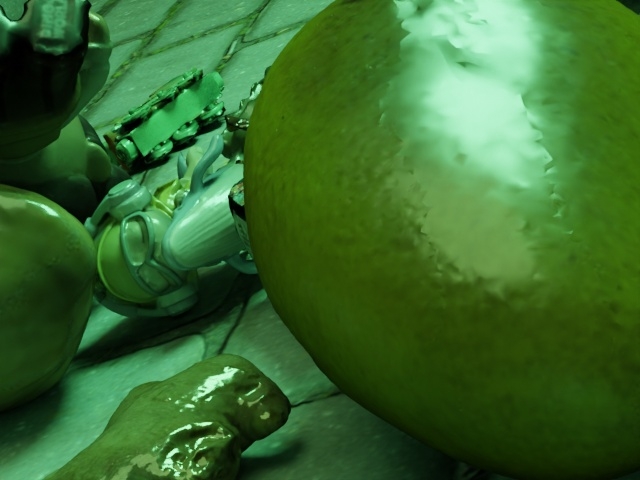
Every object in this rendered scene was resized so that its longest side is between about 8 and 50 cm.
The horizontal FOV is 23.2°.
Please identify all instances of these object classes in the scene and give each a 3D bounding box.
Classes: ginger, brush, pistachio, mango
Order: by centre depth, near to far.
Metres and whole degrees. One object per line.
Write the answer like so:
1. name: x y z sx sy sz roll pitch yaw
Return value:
1. mango: 0.108 -0.015 0.912 0.301 0.221 0.445 -7 34 -9
2. ginger: -0.115 0.146 0.950 0.213 0.074 0.137 -33 11 -39
3. pistachio: -0.289 0.057 1.226 0.293 0.181 0.162 -23 20 30
4. brush: -0.085 -0.067 1.507 0.071 0.084 0.301 -34 15 45

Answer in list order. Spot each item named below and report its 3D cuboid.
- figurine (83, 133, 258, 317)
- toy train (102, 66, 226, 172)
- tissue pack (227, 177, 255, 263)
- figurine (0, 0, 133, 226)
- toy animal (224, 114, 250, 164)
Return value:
1. figurine: -0.113 -0.011 1.315 0.183 0.128 0.208 -25 10 3
2. toy train: -0.191 -0.141 1.852 0.176 0.074 0.118 -42 16 -34
3. tissue pack: -0.001 -0.001 1.178 0.090 0.103 0.170 -34 20 -12
4. figurine: -0.277 -0.096 1.322 0.218 0.365 0.206 -22 57 -24
5. toy animal: 0.023 -0.108 1.493 0.275 0.054 0.149 -25 35 -38
